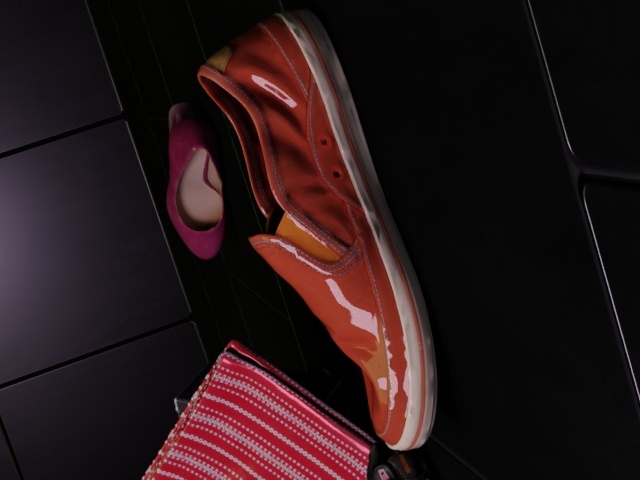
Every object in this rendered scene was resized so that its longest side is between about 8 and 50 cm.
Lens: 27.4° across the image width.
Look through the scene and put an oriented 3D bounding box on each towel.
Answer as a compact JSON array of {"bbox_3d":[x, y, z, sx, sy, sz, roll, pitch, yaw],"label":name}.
[{"bbox_3d":[-0.073,0.250,1.332,0.199,0.031,0.275,35,122,5],"label":"towel"}]

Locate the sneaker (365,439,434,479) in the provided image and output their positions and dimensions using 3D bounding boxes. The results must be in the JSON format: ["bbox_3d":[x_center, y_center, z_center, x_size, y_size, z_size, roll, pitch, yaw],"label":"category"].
[{"bbox_3d":[0.071,0.217,1.083,0.178,0.072,0.077,-150,52,-66],"label":"sneaker"}]

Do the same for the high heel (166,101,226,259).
[{"bbox_3d":[-0.157,-0.056,1.738,0.117,0.082,0.244,-117,23,-54],"label":"high heel"}]

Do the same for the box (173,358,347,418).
[{"bbox_3d":[-0.056,0.221,1.384,0.093,0.158,0.156,-47,-43,-56],"label":"box"}]

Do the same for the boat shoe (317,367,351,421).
[{"bbox_3d":[0.011,0.204,1.428,0.049,0.043,0.137,-132,26,-65],"label":"boat shoe"}]

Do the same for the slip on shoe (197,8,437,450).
[{"bbox_3d":[0.000,0.000,0.957,0.123,0.101,0.331,177,73,-77],"label":"slip on shoe"}]
